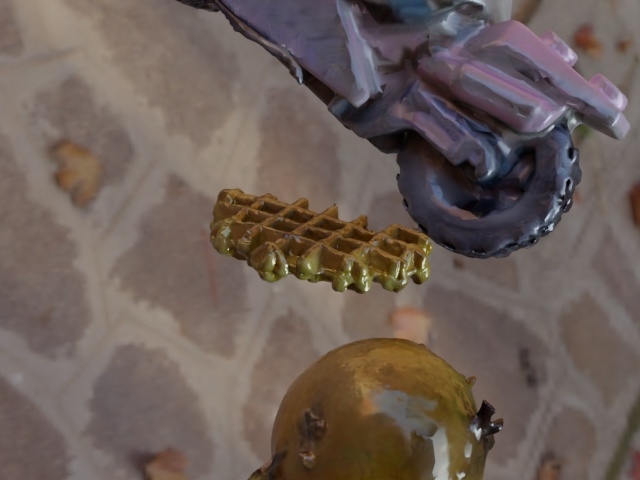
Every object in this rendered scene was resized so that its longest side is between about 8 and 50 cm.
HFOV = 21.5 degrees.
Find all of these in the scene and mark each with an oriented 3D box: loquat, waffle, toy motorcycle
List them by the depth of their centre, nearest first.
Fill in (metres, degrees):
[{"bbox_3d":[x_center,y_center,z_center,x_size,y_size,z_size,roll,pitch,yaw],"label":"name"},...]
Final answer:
[{"bbox_3d":[0.053,-0.132,0.720,0.239,0.204,0.108,43,5,4],"label":"toy motorcycle"},{"bbox_3d":[0.038,0.163,1.277,0.149,0.204,0.172,-106,179,-68],"label":"loquat"},{"bbox_3d":[0.000,0.000,1.459,0.192,0.160,0.046,2,112,-10],"label":"waffle"}]

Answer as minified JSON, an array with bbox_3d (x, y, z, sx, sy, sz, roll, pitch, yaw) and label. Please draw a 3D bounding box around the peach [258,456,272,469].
[{"bbox_3d":[0.024,0.333,1.491,0.372,0.290,0.372,63,8,-16],"label":"peach"}]
